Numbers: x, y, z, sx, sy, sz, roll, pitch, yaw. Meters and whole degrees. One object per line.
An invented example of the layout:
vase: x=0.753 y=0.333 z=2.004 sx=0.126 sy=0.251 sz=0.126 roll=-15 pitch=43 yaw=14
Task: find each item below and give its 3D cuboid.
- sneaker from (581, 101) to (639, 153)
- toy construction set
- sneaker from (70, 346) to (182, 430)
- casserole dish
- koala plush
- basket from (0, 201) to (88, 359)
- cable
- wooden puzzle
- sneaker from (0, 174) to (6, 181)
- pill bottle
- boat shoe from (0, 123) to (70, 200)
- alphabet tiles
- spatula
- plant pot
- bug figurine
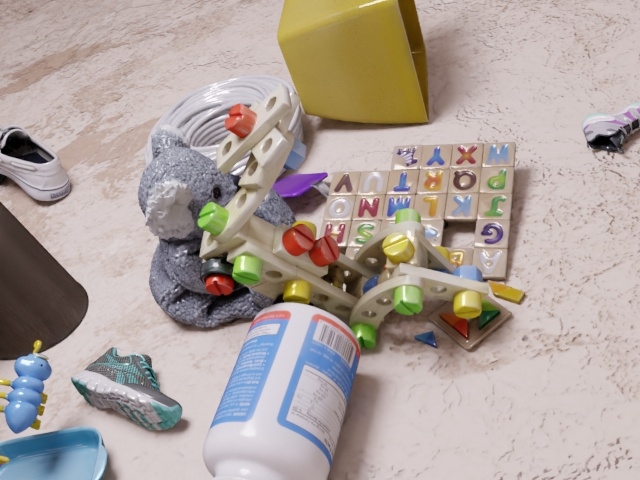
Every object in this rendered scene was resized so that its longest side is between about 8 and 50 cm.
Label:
sneaker: x=0.383 y=-0.136 z=0.968 sx=0.098 sy=0.038 sz=0.069 roll=-14 pitch=42 yaw=25
toy construction set: x=0.000 y=0.000 z=0.809 sx=0.215 sy=0.327 sz=0.151 roll=-26 pitch=32 yaw=41
sneaker: x=-0.219 y=0.166 z=0.906 sx=0.166 sy=0.065 sz=0.076 roll=13 pitch=49 yaw=33
casserole dish: x=-0.316 y=0.272 z=0.855 sx=0.188 sy=0.037 sz=0.114 roll=-13 pitch=42 yaw=11
koala plush: x=-0.152 y=-0.022 z=0.950 sx=0.203 sy=0.221 sz=0.196 roll=-17 pitch=42 yaw=8
basket: x=-0.455 y=0.030 z=1.032 sx=0.204 sy=0.227 sz=0.154 roll=2 pitch=46 yaw=27
cable: x=-0.147 y=-0.156 z=1.195 sx=0.257 sy=0.089 sz=0.257 roll=-19 pitch=40 yaw=4
wooden puzzle: x=0.165 y=0.081 z=0.853 sx=0.116 sy=0.014 sz=0.078 roll=-42 pitch=44 yaw=-19
sneaker: x=-0.640 y=-0.112 z=1.394 sx=0.170 sy=0.063 sz=0.075 roll=-19 pitch=35 yaw=-2
pill bottle: x=-0.043 y=0.182 z=0.758 sx=0.124 sy=0.124 sz=0.221 roll=-1 pitch=45 yaw=24
boat shoe: x=-0.529 y=-0.160 z=1.336 sx=0.258 sy=0.084 sz=0.095 roll=26 pitch=44 yaw=24
alphabet tiles: x=0.118 y=-0.041 z=0.963 sx=0.237 sy=0.009 sz=0.198 roll=0 pitch=59 yaw=20
spatula: x=0.040 y=-0.052 z=1.036 sx=0.296 sy=0.030 sz=0.084 roll=18 pitch=39 yaw=33
plant pot: x=0.049 y=-0.303 z=1.161 sx=0.187 sy=0.212 sz=0.212 roll=-9 pitch=43 yaw=15
bug figurine: x=-0.390 y=0.177 z=0.770 sx=0.072 sy=0.279 sz=0.216 roll=-18 pitch=58 yaw=37
